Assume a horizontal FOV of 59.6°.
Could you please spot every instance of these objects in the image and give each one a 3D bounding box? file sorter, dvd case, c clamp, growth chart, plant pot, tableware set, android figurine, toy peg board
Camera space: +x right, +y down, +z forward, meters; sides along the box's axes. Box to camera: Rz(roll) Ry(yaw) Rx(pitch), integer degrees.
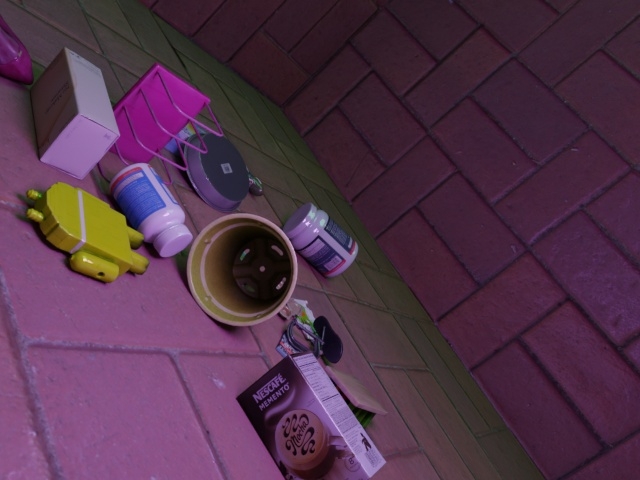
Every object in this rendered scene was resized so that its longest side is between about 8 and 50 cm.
[{"bbox_3d":[-0.438,-0.276,1.501,0.202,0.290,0.182,26,30,-55],"label":"file sorter"},{"bbox_3d":[-0.083,0.308,1.582,0.087,0.013,0.119,47,16,-6],"label":"dvd case"},{"bbox_3d":[-0.044,0.283,1.653,0.160,0.022,0.137,37,37,-34],"label":"c clamp"},{"bbox_3d":[-0.031,0.275,1.797,0.237,0.021,0.172,53,17,19],"label":"growth chart"},{"bbox_3d":[-0.178,0.075,1.481,0.276,0.276,0.254,50,4,6],"label":"plant pot"},{"bbox_3d":[-0.122,0.180,1.730,0.169,0.020,0.141,47,23,6],"label":"tableware set"},{"bbox_3d":[-0.488,-0.022,1.177,0.272,0.056,0.248,33,22,-46],"label":"android figurine"},{"bbox_3d":[0.083,0.456,1.604,0.161,0.079,0.160,34,5,-45],"label":"toy peg board"}]

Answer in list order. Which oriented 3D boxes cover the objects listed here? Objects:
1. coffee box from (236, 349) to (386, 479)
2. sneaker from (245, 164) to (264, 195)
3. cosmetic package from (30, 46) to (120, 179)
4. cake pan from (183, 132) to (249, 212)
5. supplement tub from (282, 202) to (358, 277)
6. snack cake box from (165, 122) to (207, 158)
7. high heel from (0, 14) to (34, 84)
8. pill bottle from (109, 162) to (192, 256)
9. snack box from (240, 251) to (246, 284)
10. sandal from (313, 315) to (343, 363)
[{"bbox_3d":[-0.022,0.409,1.210,0.297,0.168,0.119,53,15,18],"label":"coffee box"},{"bbox_3d":[-0.310,-0.254,2.245,0.192,0.064,0.086,53,23,16],"label":"sneaker"},{"bbox_3d":[-0.608,-0.316,1.371,0.113,0.160,0.309,30,23,-47],"label":"cosmetic package"},{"bbox_3d":[-0.345,-0.242,1.919,0.293,0.054,0.293,40,39,-43],"label":"cake pan"},{"bbox_3d":[0.000,0.000,2.227,0.272,0.191,0.191,44,16,-20],"label":"supplement tub"},{"bbox_3d":[-0.506,-0.378,1.938,0.264,0.089,0.152,34,20,-44],"label":"snack cake box"},{"bbox_3d":[-0.861,-0.545,1.405,0.377,0.127,0.181,50,-14,21],"label":"high heel"},{"bbox_3d":[-0.413,-0.072,1.378,0.222,0.124,0.124,53,16,15],"label":"pill bottle"},{"bbox_3d":[-0.245,0.064,1.677,0.141,0.037,0.100,51,16,7],"label":"snack box"},{"bbox_3d":[0.030,0.306,1.731,0.040,0.067,0.179,48,9,-42],"label":"sandal"}]
